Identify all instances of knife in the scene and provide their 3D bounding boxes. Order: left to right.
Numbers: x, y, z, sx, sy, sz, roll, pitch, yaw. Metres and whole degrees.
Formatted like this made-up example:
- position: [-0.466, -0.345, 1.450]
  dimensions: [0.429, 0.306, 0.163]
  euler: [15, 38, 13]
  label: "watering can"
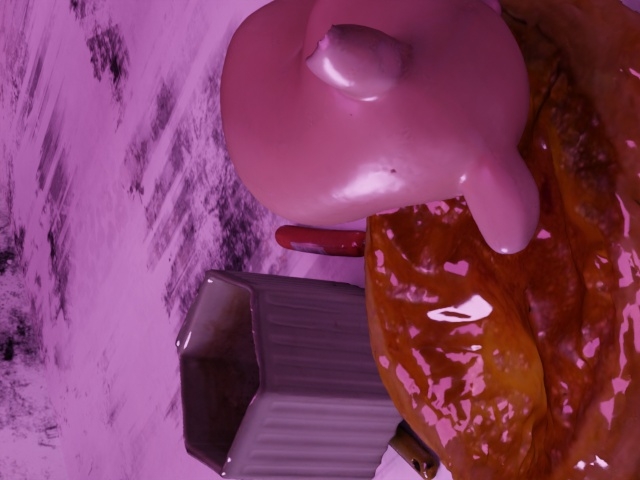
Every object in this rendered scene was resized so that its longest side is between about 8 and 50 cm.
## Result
- position: [0.042, 0.199, 1.657]
  dimensions: [0.343, 0.027, 0.061]
  euler: [-141, 45, -57]
  label: "knife"

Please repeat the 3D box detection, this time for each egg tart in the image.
- position: [0.190, 0.010, 1.108]
  dimensions: [0.443, 0.178, 0.443]
  euler: [15, 107, 63]
  label: "egg tart"

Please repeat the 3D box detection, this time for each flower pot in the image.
- position: [-0.035, 0.150, 1.580]
  dimensions: [0.209, 0.190, 0.239]
  euler: [-42, 47, 52]
  label: "flower pot"

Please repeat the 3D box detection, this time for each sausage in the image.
- position: [0.000, 0.000, 1.688]
  dimensions: [0.253, 0.034, 0.034]
  euler: [8, 103, 64]
  label: "sausage"

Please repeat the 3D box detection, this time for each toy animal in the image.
- position: [0.048, -0.106, 1.004]
  dimensions: [0.256, 0.195, 0.213]
  euler: [-18, 37, 57]
  label: "toy animal"
